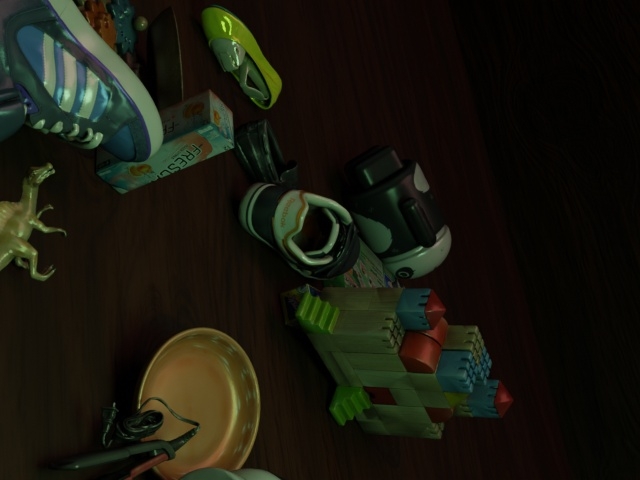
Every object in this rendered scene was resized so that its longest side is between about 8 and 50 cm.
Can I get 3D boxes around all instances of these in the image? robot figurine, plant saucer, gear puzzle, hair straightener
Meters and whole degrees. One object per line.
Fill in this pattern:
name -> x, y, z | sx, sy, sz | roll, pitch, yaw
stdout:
robot figurine -> 0.153, -0.054, 2.326 | 0.278, 0.173, 0.209 | 62, 24, -15
plant saucer -> -0.226, -0.235, 1.634 | 0.198, 0.036, 0.199 | 175, -90, -78
gear puzzle -> -0.298, -0.226, 1.472 | 0.339, 0.044, 0.175 | -51, 136, -65
hair straightener -> -0.209, 0.220, 1.248 | 0.230, 0.047, 0.089 | -13, 96, -56
plant saucer -> -0.155, 0.206, 1.390 | 0.200, 0.037, 0.200 | 5, 83, -48

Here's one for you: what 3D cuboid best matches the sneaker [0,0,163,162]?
sneaker -> -0.332, -0.139, 1.244 | 0.236, 0.130, 0.323 | -56, 135, -25

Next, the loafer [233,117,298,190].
loafer -> -0.071, -0.106, 1.942 | 0.223, 0.078, 0.076 | 60, 23, -22

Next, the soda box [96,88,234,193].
soda box -> -0.203, -0.127, 1.483 | 0.058, 0.183, 0.063 | 44, 33, -48

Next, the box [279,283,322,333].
box -> -0.003, 0.127, 1.914 | 0.169, 0.054, 0.059 | 34, 40, -58

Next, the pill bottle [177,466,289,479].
pill bottle -> -0.067, 0.365, 1.365 | 0.278, 0.162, 0.162 | 38, 36, -54

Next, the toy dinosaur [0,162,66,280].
toy dinosaur -> -0.332, 0.004, 1.229 | 0.092, 0.053, 0.183 | 49, 53, -45

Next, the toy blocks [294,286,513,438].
toy blocks -> 0.155, 0.204, 1.859 | 0.381, 0.261, 0.191 | 62, 38, -41

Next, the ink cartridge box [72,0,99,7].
ink cartridge box -> -0.320, -0.318, 1.614 | 0.179, 0.045, 0.145 | 71, 11, -49

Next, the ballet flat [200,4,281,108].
ballet flat -> -0.139, -0.314, 1.999 | 0.231, 0.077, 0.077 | 48, 45, -46

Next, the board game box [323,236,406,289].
board game box -> 0.097, 0.117, 2.188 | 0.317, 0.046, 0.213 | 46, 31, -46

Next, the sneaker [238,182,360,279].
sneaker -> 0.000, 0.000, 1.903 | 0.321, 0.127, 0.126 | 26, 82, -55
